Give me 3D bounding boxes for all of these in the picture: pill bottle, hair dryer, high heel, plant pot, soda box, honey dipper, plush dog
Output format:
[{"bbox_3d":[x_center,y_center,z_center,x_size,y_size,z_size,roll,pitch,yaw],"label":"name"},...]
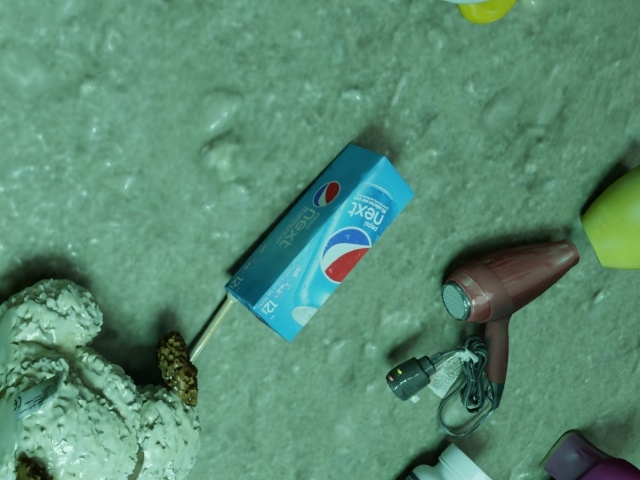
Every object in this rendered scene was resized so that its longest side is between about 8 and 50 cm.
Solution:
[{"bbox_3d":[0.141,0.357,1.192,0.180,0.108,0.108,-47,125,-3],"label":"pill bottle"},{"bbox_3d":[0.213,0.105,1.161,0.293,0.080,0.223,-48,141,4],"label":"hair dryer"},{"bbox_3d":[0.326,0.466,1.294,0.127,0.181,0.377,21,100,-33],"label":"high heel"},{"bbox_3d":[0.390,-0.015,1.168,0.095,0.134,0.134,-25,125,14],"label":"plant pot"},{"bbox_3d":[0.000,0.000,0.972,0.210,0.071,0.067,-50,125,-8],"label":"soda box"},{"bbox_3d":[-0.132,0.117,0.990,0.030,0.030,0.161,35,88,-35],"label":"honey dipper"},{"bbox_3d":[-0.212,0.194,0.882,0.225,0.210,0.262,18,101,-45],"label":"plush dog"}]

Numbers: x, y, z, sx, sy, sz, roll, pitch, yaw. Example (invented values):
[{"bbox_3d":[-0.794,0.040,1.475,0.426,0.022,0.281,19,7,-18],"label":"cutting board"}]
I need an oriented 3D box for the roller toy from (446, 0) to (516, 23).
[{"bbox_3d":[0.124,-0.324,0.865,0.191,0.146,0.209,7,108,-30],"label":"roller toy"}]
